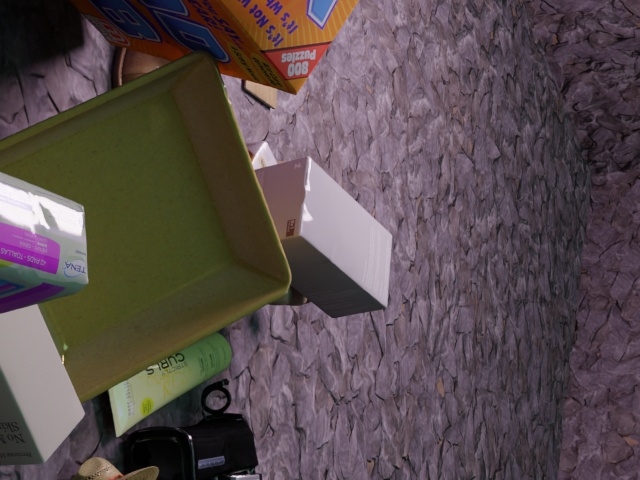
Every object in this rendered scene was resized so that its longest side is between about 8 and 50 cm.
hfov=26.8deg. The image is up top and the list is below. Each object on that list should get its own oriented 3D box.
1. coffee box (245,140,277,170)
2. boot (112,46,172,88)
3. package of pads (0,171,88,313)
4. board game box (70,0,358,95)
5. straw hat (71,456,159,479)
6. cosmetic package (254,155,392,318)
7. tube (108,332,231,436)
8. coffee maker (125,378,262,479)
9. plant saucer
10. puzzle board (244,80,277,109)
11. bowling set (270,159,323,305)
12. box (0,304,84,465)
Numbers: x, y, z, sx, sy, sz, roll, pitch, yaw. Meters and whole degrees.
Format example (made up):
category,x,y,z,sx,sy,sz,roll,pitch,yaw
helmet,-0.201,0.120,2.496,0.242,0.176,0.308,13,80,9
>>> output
category,x,y,z,sx,sy,sz,roll,pitch,yaw
coffee box,-0.155,-0.020,1.825,0.098,0.141,0.246,65,31,-33
boot,-0.203,-0.244,1.806,0.112,0.115,0.305,17,71,-64
package of pads,-0.387,0.014,1.160,0.229,0.297,0.101,23,56,-60
board game box,-0.142,-0.441,1.541,0.356,0.356,0.356,-58,138,-13
straw hat,-0.266,0.295,1.611,0.061,0.144,0.144,48,21,15
cosmetic package,0.000,0.000,1.842,0.238,0.107,0.127,40,47,-44
tube,-0.204,0.180,1.779,0.070,0.062,0.240,46,29,14
coffee maker,-0.175,0.280,1.775,0.178,0.120,0.171,12,51,-64
plant saucer,-0.233,-0.019,1.581,0.333,0.081,0.332,-28,117,-18
puzzle board,-0.095,-0.285,2.153,0.096,0.011,0.128,30,58,-58
bowling set,-0.087,0.032,1.993,0.199,0.154,0.287,84,17,-46
box,-0.359,0.102,1.414,0.094,0.113,0.275,-54,131,-53
